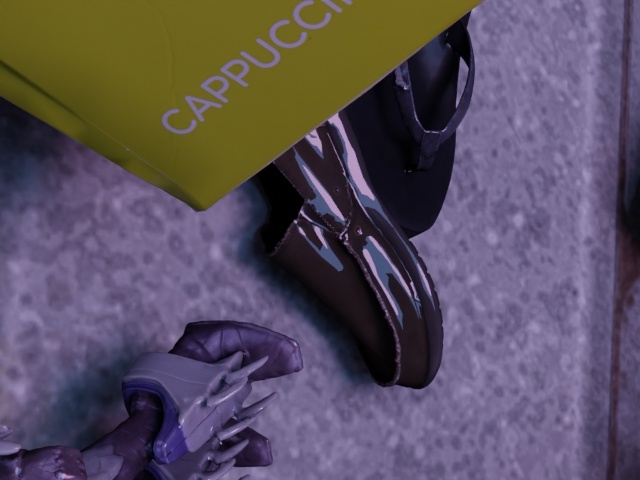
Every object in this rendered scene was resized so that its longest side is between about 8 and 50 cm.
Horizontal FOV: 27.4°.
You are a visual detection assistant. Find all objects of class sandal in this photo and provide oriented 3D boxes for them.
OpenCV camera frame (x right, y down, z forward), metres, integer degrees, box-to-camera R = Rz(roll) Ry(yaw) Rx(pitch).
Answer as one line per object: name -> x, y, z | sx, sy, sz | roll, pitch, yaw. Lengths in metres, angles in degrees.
sandal -> 0.065, -0.128, 0.867 | 0.097, 0.054, 0.254 | 18, 74, -30

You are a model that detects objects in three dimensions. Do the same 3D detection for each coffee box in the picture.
coffee box -> -0.062, -0.280, 0.564 | 0.338, 0.337, 0.334 | 32, 41, -30

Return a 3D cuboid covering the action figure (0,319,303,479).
action figure -> -0.120, 0.143, 0.617 | 0.285, 0.099, 0.185 | -43, 141, -47

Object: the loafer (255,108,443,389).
loafer -> 0.000, 0.000, 0.802 | 0.078, 0.080, 0.220 | -28, 94, -23
